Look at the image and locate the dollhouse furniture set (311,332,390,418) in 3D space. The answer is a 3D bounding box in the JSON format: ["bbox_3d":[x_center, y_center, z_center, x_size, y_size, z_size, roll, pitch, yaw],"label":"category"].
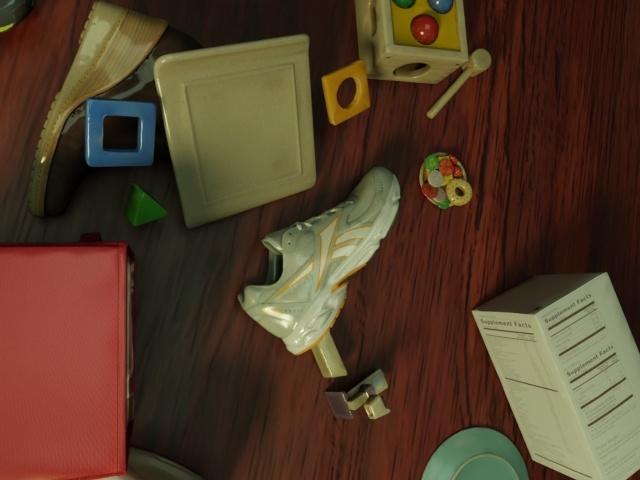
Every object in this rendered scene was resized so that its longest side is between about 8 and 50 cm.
[{"bbox_3d":[0.049,0.151,0.622,0.081,0.091,0.114,-23,89,-36],"label":"dollhouse furniture set"}]

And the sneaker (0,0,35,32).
[{"bbox_3d":[-0.423,-0.320,0.474,0.299,0.121,0.111,35,74,-13],"label":"sneaker"}]

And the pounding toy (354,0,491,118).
[{"bbox_3d":[0.165,-0.273,0.697,0.205,0.094,0.181,-2,85,-20],"label":"pounding toy"}]

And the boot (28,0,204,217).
[{"bbox_3d":[-0.187,-0.113,0.558,0.206,0.090,0.249,22,92,-29],"label":"boot"}]

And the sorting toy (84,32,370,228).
[{"bbox_3d":[-0.089,-0.126,0.567,0.347,0.047,0.196,-22,128,-30],"label":"sorting toy"}]

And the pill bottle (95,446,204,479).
[{"bbox_3d":[-0.209,0.342,0.470,0.136,0.136,0.246,30,75,-14],"label":"pill bottle"}]

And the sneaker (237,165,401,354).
[{"bbox_3d":[0.000,0.000,0.609,0.121,0.099,0.263,34,73,-9],"label":"sneaker"}]

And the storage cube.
[{"bbox_3d":[-0.272,0.100,0.450,0.193,0.183,0.215,-1,85,-19],"label":"storage cube"}]

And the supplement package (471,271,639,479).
[{"bbox_3d":[0.342,0.181,0.686,0.133,0.139,0.244,-23,93,-19],"label":"supplement package"}]

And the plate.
[{"bbox_3d":[0.221,0.357,0.684,0.188,0.024,0.188,2,84,-21],"label":"plate"}]

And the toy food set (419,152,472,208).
[{"bbox_3d":[0.180,-0.088,0.721,0.082,0.020,0.083,-9,88,-20],"label":"toy food set"}]
